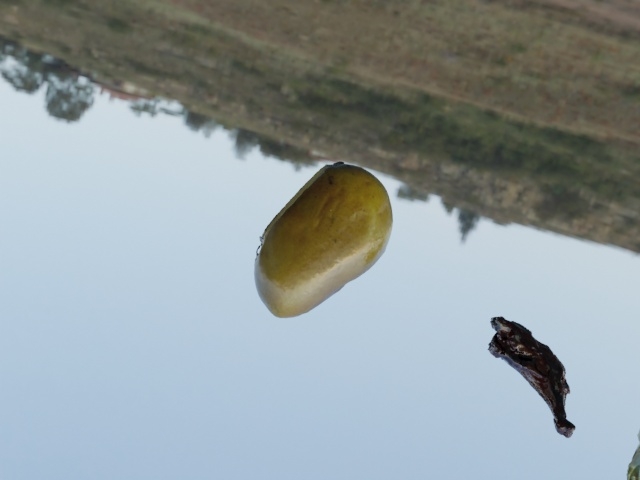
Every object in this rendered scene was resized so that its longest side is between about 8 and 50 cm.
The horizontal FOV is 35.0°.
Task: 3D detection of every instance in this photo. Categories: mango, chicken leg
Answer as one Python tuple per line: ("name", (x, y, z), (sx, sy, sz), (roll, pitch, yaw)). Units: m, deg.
("mango", (0.000, 0.000, 1.524), (0.167, 0.262, 0.130), (44, 167, 7))
("chicken leg", (0.314, 0.193, 1.484), (0.089, 0.048, 0.219), (-15, -126, -32))

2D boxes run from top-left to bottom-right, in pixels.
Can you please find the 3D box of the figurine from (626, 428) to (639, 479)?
("figurine", (0.654, 0.381, 1.621), (0.231, 0.324, 0.340), (0, 173, -32))
